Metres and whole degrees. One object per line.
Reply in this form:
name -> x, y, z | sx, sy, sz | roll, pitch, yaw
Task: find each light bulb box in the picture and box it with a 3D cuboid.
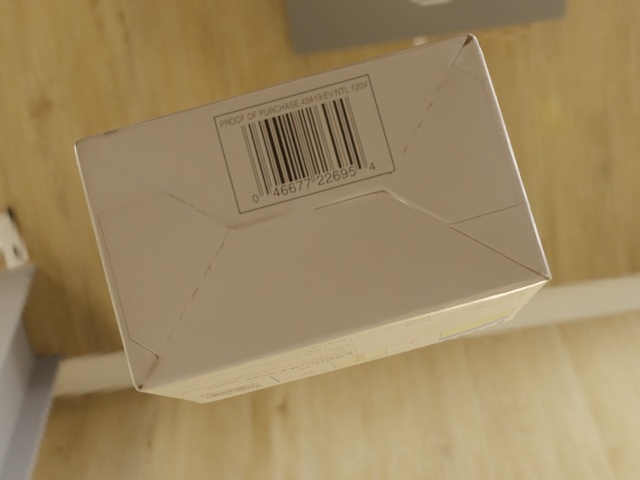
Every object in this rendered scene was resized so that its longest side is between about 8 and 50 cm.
light bulb box -> 0.000, 0.000, 1.342 | 0.358, 0.225, 0.361 | -15, 172, 1
